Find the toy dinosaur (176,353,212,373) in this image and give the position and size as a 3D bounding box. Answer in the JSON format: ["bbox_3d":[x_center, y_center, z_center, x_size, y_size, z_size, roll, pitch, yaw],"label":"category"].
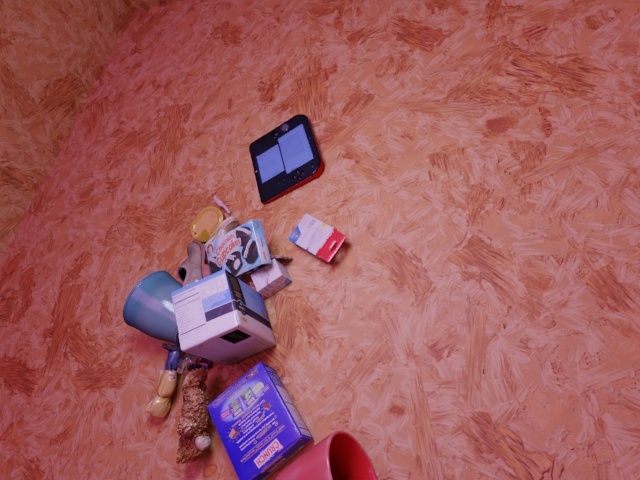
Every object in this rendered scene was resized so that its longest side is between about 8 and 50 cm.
[{"bbox_3d":[-0.450,0.449,1.884,0.118,0.064,0.268,37,61,23],"label":"toy dinosaur"}]

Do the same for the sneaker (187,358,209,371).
[{"bbox_3d":[-0.498,0.518,1.923,0.119,0.047,0.057,-1,95,21],"label":"sneaker"}]

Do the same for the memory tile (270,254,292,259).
[{"bbox_3d":[-0.200,0.070,1.949,0.148,0.113,0.012,-1,83,25],"label":"memory tile"}]

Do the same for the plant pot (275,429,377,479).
[{"bbox_3d":[0.008,0.756,1.419,0.243,0.275,0.275,-32,55,20],"label":"plant pot"}]

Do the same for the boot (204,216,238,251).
[{"bbox_3d":[-0.417,0.012,2.109,0.213,0.077,0.165,-50,53,5],"label":"boot"}]

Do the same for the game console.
[{"bbox_3d":[-0.168,-0.389,2.196,0.342,0.060,0.386,-25,56,14],"label":"game console"}]

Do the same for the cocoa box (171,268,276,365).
[{"bbox_3d":[-0.351,0.293,1.742,0.231,0.347,0.228,-24,63,6],"label":"cocoa box"}]

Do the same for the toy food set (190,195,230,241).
[{"bbox_3d":[-0.516,-0.089,2.223,0.128,0.071,0.218,39,86,12],"label":"toy food set"}]

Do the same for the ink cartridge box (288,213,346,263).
[{"bbox_3d":[0.000,0.000,1.900,0.231,0.078,0.134,30,82,35],"label":"ink cartridge box"}]

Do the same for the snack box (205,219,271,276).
[{"bbox_3d":[-0.346,0.055,1.941,0.322,0.060,0.187,-25,75,37],"label":"snack box"}]

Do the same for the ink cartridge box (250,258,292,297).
[{"bbox_3d":[-0.208,0.160,1.918,0.143,0.092,0.090,-35,55,8],"label":"ink cartridge box"}]

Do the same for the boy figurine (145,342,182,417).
[{"bbox_3d":[-0.633,0.568,1.913,0.177,0.092,0.285,-8,66,59],"label":"boy figurine"}]

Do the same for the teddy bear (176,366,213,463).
[{"bbox_3d":[-0.452,0.637,1.725,0.113,0.245,0.338,2,63,-3],"label":"teddy bear"}]

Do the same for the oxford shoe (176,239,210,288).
[{"bbox_3d":[-0.567,0.103,2.059,0.130,0.123,0.348,-3,29,-21],"label":"oxford shoe"}]

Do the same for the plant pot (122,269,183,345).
[{"bbox_3d":[-0.633,0.302,1.976,0.255,0.271,0.271,27,79,20],"label":"plant pot"}]

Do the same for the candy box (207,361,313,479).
[{"bbox_3d":[-0.217,0.646,1.660,0.268,0.122,0.317,-40,53,3],"label":"candy box"}]
